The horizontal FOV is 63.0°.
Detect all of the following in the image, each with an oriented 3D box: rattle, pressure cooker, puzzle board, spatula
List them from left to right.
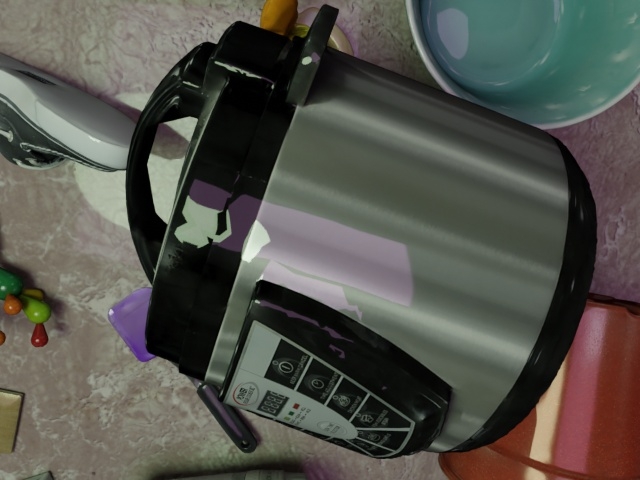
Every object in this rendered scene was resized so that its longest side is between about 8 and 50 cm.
[{"bbox_3d":[-0.501,0.251,0.752,0.128,0.011,0.097,15,101,-7],"label":"puzzle board"},{"bbox_3d":[-0.186,0.197,0.758,0.084,0.030,0.296,-37,102,0],"label":"spatula"},{"bbox_3d":[0.001,-0.003,0.560,0.420,0.375,0.370,20,93,-6],"label":"pressure cooker"},{"bbox_3d":[0.007,-0.196,0.649,0.130,0.142,0.200,-26,96,-18],"label":"rattle"}]

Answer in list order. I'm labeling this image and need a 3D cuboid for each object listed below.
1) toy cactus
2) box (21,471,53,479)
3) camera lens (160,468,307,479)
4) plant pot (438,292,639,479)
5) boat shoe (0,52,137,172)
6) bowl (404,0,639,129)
[{"bbox_3d":[-0.460,0.055,0.686,0.218,0.112,0.181,8,81,-4],"label":"toy cactus"},{"bbox_3d":[-0.427,0.412,0.743,0.087,0.102,0.101,-17,103,0],"label":"box"},{"bbox_3d":[-0.146,0.438,0.712,0.274,0.219,0.220,-4,101,-4],"label":"camera lens"},{"bbox_3d":[0.314,0.198,0.698,0.272,0.272,0.265,8,92,-6],"label":"plant pot"},{"bbox_3d":[-0.325,-0.130,0.603,0.301,0.108,0.102,28,109,19],"label":"boat shoe"},{"bbox_3d":[0.235,-0.290,0.633,0.311,0.163,0.312,-1,101,-6],"label":"bowl"}]
